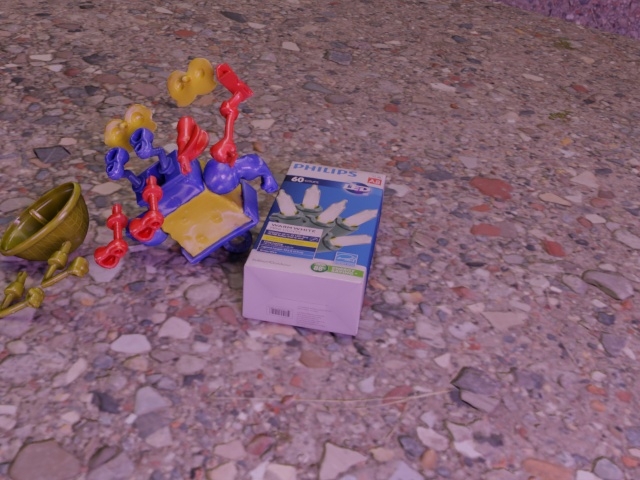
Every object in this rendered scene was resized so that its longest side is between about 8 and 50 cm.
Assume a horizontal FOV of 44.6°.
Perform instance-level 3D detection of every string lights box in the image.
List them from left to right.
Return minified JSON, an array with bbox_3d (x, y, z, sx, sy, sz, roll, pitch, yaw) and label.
[{"bbox_3d":[0.000,0.000,0.958,0.133,0.077,0.260,9,33,6],"label":"string lights box"}]

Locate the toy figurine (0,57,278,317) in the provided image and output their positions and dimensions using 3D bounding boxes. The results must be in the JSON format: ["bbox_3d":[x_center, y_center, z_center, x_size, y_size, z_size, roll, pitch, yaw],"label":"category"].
[{"bbox_3d":[-0.171,-0.012,0.909,0.362,0.217,0.191,-33,48,18],"label":"toy figurine"}]
